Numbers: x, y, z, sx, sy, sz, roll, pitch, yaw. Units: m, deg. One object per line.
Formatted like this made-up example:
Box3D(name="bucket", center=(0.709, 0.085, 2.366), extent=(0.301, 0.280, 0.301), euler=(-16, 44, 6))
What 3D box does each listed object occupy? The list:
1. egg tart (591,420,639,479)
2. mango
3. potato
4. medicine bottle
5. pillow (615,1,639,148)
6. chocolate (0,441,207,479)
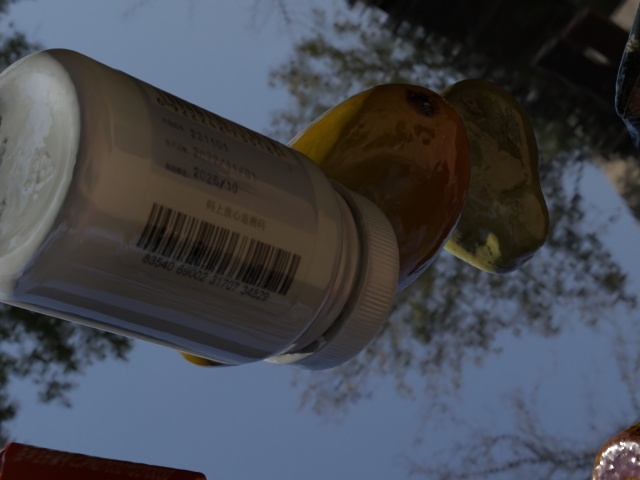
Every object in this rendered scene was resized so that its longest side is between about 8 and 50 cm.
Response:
Box3D(name="egg tart", center=(0.364, 0.243, 1.316), extent=(0.147, 0.202, 0.202), euler=(-4, -141, -28))
Box3D(name="mango", center=(0.000, 0.000, 0.897), extent=(0.138, 0.253, 0.113), euler=(19, -147, -56))
Box3D(name="potato", center=(0.167, -0.062, 1.405), extent=(0.194, 0.157, 0.157), euler=(59, -153, 12))
Box3D(name="medicine bottle", center=(-0.057, -0.005, 0.581), extent=(0.187, 0.103, 0.103), euler=(20, -156, -44))
Box3D(name="pillow", center=(0.323, -0.172, 1.325), extent=(0.048, 0.150, 0.090), euler=(9, 167, 41))
Box3D(name="chocolate", center=(-0.222, 0.291, 1.113), extent=(0.235, 0.237, 0.108), euler=(-57, -46, -38))
